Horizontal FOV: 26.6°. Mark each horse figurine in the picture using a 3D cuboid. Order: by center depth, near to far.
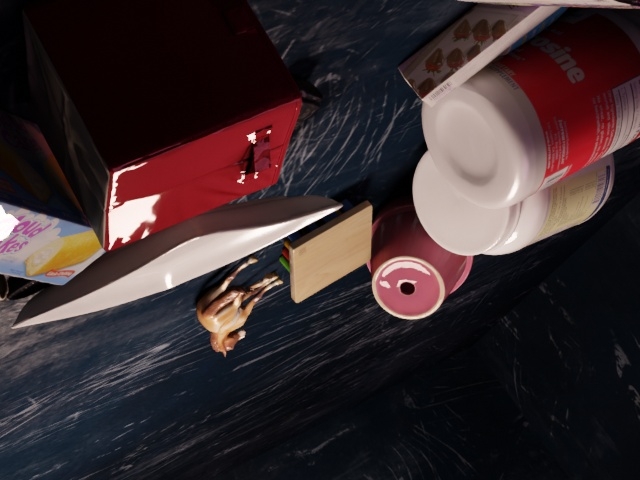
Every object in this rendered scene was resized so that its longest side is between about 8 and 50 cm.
[{"bbox_3d":[-0.149,0.110,2.315,0.174,0.066,0.263,-41,167,1],"label":"horse figurine"}]

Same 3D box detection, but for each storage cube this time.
[{"bbox_3d":[-0.154,-0.132,1.285,0.193,0.215,0.183,-23,162,-19],"label":"storage cube"}]

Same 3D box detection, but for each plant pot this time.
[{"bbox_3d":[0.170,0.041,2.417,0.201,0.201,0.180,-43,-168,27],"label":"plant pot"}]

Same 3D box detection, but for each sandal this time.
[{"bbox_3d":[-0.342,0.026,1.707,0.179,0.040,0.067,-28,166,37],"label":"sandal"}]

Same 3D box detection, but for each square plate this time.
[{"bbox_3d":[-0.192,0.018,1.820,0.344,0.049,0.347,-24,174,32],"label":"square plate"}]

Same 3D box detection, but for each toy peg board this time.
[{"bbox_3d":[0.000,0.000,2.313,0.161,0.079,0.160,-30,149,-19],"label":"toy peg board"}]

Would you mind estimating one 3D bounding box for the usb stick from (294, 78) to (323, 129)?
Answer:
[{"bbox_3d":[-0.112,-0.108,1.760,0.278,0.045,0.077,-40,159,20],"label":"usb stick"}]

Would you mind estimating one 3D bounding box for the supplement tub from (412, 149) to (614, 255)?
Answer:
[{"bbox_3d":[0.337,-0.107,2.359,0.325,0.235,0.235,-19,158,-46],"label":"supplement tub"}]

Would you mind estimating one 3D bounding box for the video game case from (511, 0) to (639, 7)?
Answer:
[{"bbox_3d":[0.293,-0.319,1.715,0.232,0.041,0.210,8,-172,31],"label":"video game case"}]

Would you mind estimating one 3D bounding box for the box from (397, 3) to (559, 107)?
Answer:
[{"bbox_3d":[0.257,-0.312,1.894,0.324,0.063,0.067,-38,166,11],"label":"box"}]

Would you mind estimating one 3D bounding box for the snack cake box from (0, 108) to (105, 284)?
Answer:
[{"bbox_3d":[-0.313,-0.051,1.296,0.089,0.152,0.264,-37,165,9],"label":"snack cake box"}]

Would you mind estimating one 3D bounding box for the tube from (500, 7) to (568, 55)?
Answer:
[{"bbox_3d":[0.326,-0.335,2.018,0.207,0.052,0.080,-32,177,-35],"label":"tube"}]

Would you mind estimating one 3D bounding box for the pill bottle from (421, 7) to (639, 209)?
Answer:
[{"bbox_3d":[0.375,-0.224,2.100,0.408,0.229,0.229,-27,163,-28],"label":"pill bottle"}]

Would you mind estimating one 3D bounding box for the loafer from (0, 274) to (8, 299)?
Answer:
[{"bbox_3d":[-0.375,0.012,1.463,0.087,0.094,0.251,-29,164,-7],"label":"loafer"}]
